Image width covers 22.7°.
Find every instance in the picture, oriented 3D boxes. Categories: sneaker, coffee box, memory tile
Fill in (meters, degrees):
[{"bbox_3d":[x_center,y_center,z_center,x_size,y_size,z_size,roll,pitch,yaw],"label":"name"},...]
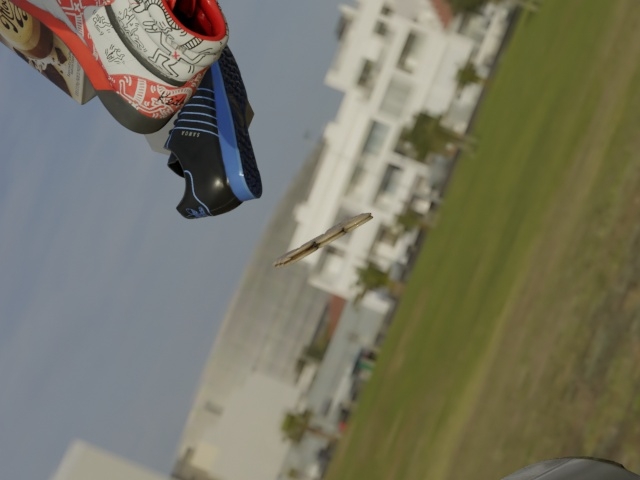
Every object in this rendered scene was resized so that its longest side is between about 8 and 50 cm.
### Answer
[{"bbox_3d":[-0.194,-0.236,1.409,0.145,0.270,0.090,-43,-4,39],"label":"sneaker"},{"bbox_3d":[-0.385,-0.346,2.163,0.119,0.297,0.168,-39,-22,-34],"label":"coffee box"},{"bbox_3d":[0.000,0.000,1.844,0.113,0.012,0.148,-30,2,-11],"label":"memory tile"},{"bbox_3d":[-0.128,-0.128,1.723,0.081,0.090,0.232,51,-157,-52],"label":"sneaker"}]

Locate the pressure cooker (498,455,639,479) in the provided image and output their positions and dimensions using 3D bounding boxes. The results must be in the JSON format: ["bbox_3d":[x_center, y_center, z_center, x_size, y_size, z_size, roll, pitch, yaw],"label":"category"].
[{"bbox_3d":[0.187,0.431,1.574,0.420,0.375,0.370,-14,-47,-50],"label":"pressure cooker"}]

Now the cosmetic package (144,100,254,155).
[{"bbox_3d":[-0.178,-0.194,2.071,0.238,0.127,0.107,70,-142,-62],"label":"cosmetic package"}]
